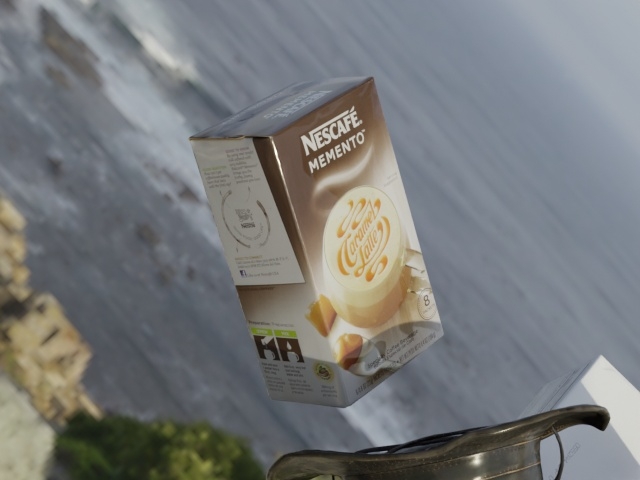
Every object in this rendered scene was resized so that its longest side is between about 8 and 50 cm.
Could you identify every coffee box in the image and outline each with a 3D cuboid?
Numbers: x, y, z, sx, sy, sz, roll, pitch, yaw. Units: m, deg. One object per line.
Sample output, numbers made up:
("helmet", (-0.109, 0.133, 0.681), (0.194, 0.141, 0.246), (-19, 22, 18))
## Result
("coffee box", (0.000, 0.000, 1.422), (0.141, 0.098, 0.246), (-34, 115, -41))

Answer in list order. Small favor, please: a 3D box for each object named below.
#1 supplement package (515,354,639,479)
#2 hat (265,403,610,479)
("supplement package", (0.257, 0.291, 1.718), (0.204, 0.262, 0.145), (45, -26, -1))
("hat", (0.108, 0.230, 1.424), (0.331, 0.331, 0.134), (17, 63, -69))
